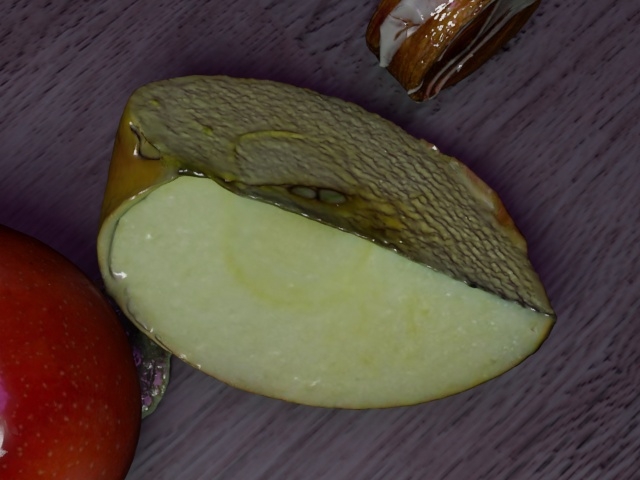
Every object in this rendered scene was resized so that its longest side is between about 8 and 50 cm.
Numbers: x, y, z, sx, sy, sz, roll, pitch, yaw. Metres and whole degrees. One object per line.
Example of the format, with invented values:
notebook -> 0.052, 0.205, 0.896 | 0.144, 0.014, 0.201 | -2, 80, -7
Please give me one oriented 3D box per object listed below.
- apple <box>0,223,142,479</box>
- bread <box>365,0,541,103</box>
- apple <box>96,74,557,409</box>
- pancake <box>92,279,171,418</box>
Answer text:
apple -> -0.256, 0.113, 0.892 | 0.260, 0.216, 0.260 | -1, 79, 4
bread -> 0.114, -0.193, 1.068 | 0.160, 0.160, 0.073 | -36, 75, -15
apple -> 0.000, 0.000, 0.982 | 0.346, 0.179, 0.254 | 19, 81, -7
pancake -> -0.176, 0.091, 1.016 | 0.116, 0.022, 0.129 | -19, 74, -10
